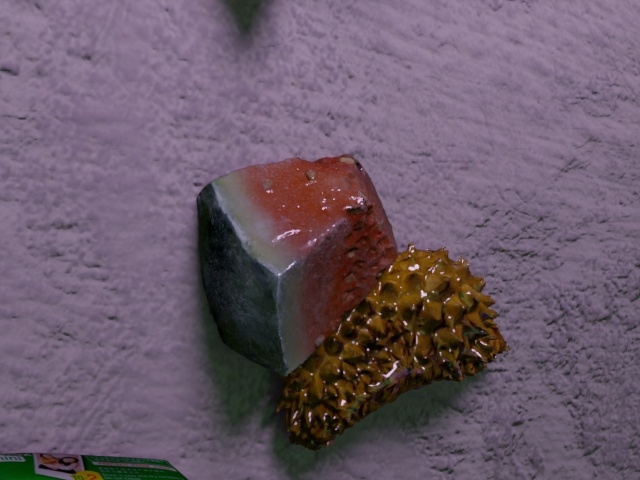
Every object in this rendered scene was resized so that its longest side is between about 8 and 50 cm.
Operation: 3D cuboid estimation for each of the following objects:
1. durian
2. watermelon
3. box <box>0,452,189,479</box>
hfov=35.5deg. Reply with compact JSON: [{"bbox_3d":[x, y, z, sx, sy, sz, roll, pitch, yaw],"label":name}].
[{"bbox_3d":[0.095,0.116,1.175,0.341,0.112,0.191,-20,111,-26],"label":"durian"},{"bbox_3d":[0.000,0.000,1.105,0.256,0.139,0.193,-26,120,-35],"label":"watermelon"},{"bbox_3d":[-0.249,0.307,0.992,0.250,0.103,0.180,14,90,-35],"label":"box"}]
